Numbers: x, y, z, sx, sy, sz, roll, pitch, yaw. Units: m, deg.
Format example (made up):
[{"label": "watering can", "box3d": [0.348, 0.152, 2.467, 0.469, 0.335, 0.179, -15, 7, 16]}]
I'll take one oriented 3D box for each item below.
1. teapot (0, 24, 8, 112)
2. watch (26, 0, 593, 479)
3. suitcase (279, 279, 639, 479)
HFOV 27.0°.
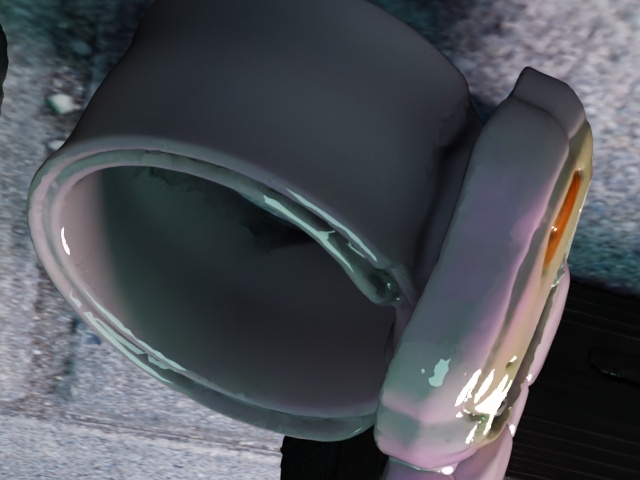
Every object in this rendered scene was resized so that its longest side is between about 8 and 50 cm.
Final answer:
[{"label": "teapot", "box3d": [-0.217, -0.102, 0.451, 0.223, 0.305, 0.285, 33, 177, 33]}, {"label": "watch", "box3d": [0.000, 0.000, 0.594, 0.217, 0.211, 0.248, 19, 147, 13]}, {"label": "suitcase", "box3d": [0.159, 0.142, 0.835, 0.335, 0.152, 0.229, 15, 151, -17]}]
